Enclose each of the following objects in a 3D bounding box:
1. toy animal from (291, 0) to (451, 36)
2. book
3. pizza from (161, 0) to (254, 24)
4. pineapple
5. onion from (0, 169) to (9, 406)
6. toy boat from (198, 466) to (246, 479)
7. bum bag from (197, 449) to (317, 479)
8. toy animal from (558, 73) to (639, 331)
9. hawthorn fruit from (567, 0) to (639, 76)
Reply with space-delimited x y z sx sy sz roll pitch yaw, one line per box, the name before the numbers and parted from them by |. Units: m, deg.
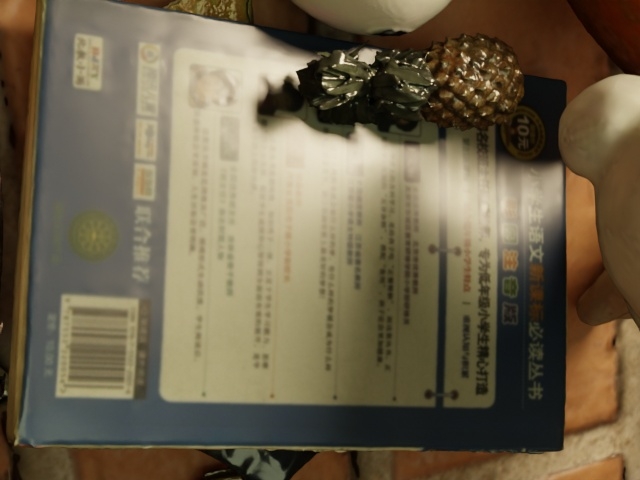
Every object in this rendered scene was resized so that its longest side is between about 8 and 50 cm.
toy animal | 0.019 -0.219 0.860 0.166 0.138 0.179 -49 126 -15
book | 0.000 0.000 0.891 0.428 0.039 0.300 6 82 -27
pizza | -0.099 -0.143 0.890 0.109 0.026 0.122 2 104 -27
pineapple | 0.061 -0.110 0.876 0.159 0.074 0.074 -5 106 -24
onion | -0.311 0.009 0.750 0.256 0.272 0.230 -14 83 -24
toy boat | -0.056 0.245 1.005 0.049 0.047 0.149 -26 110 1
bum bag | 0.022 0.077 0.973 0.310 0.074 0.137 -31 102 -17
toy animal | 0.277 -0.005 0.908 0.241 0.367 0.196 42 92 12
hawthorn fruit | 0.272 -0.249 0.893 0.298 0.277 0.277 25 95 0
